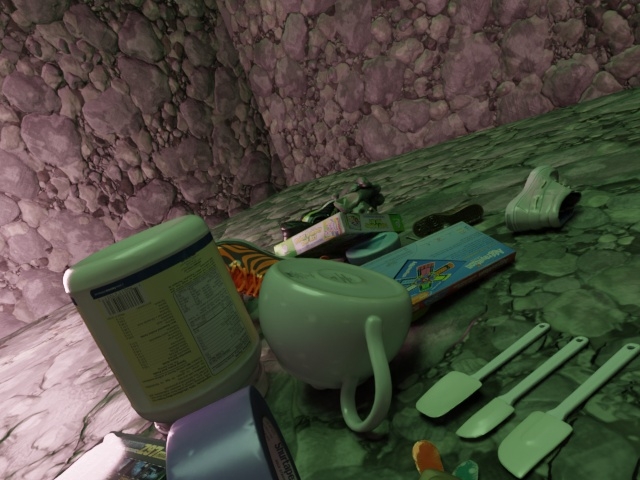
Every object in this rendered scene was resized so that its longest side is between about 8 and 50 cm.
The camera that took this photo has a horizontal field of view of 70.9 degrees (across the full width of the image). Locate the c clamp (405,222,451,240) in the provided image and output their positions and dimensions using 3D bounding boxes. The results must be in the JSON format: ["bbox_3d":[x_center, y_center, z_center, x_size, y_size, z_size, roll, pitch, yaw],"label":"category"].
[{"bbox_3d":[0.291,-0.008,1.022,0.137,0.022,0.160,25,29,29],"label":"c clamp"}]

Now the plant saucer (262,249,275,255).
[{"bbox_3d":[-0.297,0.105,1.581,0.310,0.050,0.311,-20,15,6],"label":"plant saucer"}]

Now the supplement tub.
[{"bbox_3d":[-0.240,0.145,0.753,0.235,0.325,0.235,-21,14,5],"label":"supplement tub"}]

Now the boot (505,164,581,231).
[{"bbox_3d":[0.532,-0.097,1.027,0.123,0.095,0.258,2,36,46],"label":"boot"}]

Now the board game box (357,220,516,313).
[{"bbox_3d":[0.227,0.045,0.875,0.281,0.027,0.145,-21,37,-24],"label":"board game box"}]

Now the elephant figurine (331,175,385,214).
[{"bbox_3d":[0.125,-0.103,1.540,0.186,0.169,0.239,-47,12,40],"label":"elephant figurine"}]

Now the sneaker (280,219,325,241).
[{"bbox_3d":[0.000,0.000,1.405,0.286,0.130,0.109,-4,10,-31],"label":"sneaker"}]

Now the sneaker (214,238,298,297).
[{"bbox_3d":[-0.146,0.090,1.023,0.320,0.125,0.180,8,19,-11],"label":"sneaker"}]

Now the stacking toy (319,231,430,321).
[{"bbox_3d":[0.117,0.059,0.947,0.279,0.131,0.309,-7,21,47],"label":"stacking toy"}]

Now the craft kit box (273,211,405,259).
[{"bbox_3d":[0.049,-0.005,1.167,0.246,0.061,0.249,1,-20,-45],"label":"craft kit box"}]

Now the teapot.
[{"bbox_3d":[0.016,0.144,0.693,0.252,0.187,0.256,14,10,20],"label":"teapot"}]

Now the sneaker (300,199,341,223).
[{"bbox_3d":[0.028,-0.091,1.816,0.234,0.084,0.097,-29,40,-24],"label":"sneaker"}]

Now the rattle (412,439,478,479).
[{"bbox_3d":[0.123,0.264,0.373,0.130,0.143,0.199,7,-13,-19],"label":"rattle"}]

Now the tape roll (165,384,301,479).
[{"bbox_3d":[-0.064,0.239,0.416,0.080,0.189,0.189,-23,14,-9],"label":"tape roll"}]

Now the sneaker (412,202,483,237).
[{"bbox_3d":[0.336,-0.048,1.196,0.188,0.066,0.071,-15,-2,5],"label":"sneaker"}]

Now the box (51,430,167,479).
[{"bbox_3d":[-0.292,0.352,0.608,0.232,0.059,0.183,-12,17,37],"label":"box"}]

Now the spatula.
[{"bbox_3d":[0.253,0.170,0.552,0.242,0.019,0.168,-28,14,-22],"label":"spatula"}]

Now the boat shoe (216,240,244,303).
[{"bbox_3d":[-0.252,0.160,1.192,0.127,0.158,0.341,-16,42,-1],"label":"boat shoe"}]
